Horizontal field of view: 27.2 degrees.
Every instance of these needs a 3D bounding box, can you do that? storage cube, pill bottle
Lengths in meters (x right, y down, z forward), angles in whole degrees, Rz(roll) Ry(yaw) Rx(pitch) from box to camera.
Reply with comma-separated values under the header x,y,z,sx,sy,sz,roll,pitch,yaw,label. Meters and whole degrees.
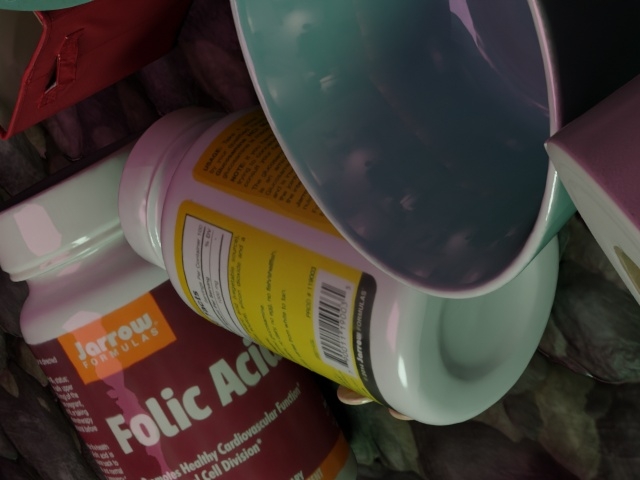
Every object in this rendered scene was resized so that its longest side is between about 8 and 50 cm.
x,y,z,sx,sy,sz,roll,pitch,yaw,label
-0.225,-0.236,1.094,0.215,0.193,0.184,51,146,7,storage cube
-0.145,0.106,1.263,0.224,0.224,0.392,-13,109,54,pill bottle
0.000,0.000,1.024,0.334,0.188,0.188,22,134,40,pill bottle

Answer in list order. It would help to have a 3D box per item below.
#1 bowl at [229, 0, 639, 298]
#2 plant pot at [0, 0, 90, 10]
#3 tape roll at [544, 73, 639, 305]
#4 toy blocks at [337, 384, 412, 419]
x,y,z,sx,sy,sz,roll,pitch,yaw,label
0.091,-0.137,0.788,0.311,0.163,0.312,43,146,39,bowl
-0.188,-0.291,0.836,0.293,0.293,0.235,122,153,-54,plant pot
0.235,0.007,0.577,0.246,0.169,0.246,53,-174,-7,tape roll
0.042,0.075,1.158,0.123,0.054,0.148,8,124,49,toy blocks
